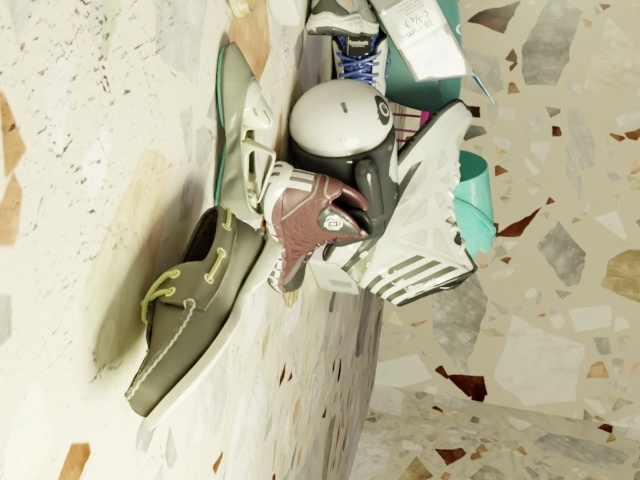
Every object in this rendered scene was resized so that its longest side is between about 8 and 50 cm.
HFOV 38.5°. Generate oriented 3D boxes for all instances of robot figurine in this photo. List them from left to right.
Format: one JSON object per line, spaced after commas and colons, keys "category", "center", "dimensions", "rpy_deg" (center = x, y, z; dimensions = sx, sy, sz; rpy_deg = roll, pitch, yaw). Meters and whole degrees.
{"category": "robot figurine", "center": [0.044, -0.127, 1.492], "dimensions": [0.173, 0.209, 0.278], "rpy_deg": [-45, 140, -38]}

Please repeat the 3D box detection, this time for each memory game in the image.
{"category": "memory game", "center": [-0.042, 0.032, 1.682], "dimensions": [0.186, 0.012, 0.186], "rpy_deg": [8, 90, -81]}

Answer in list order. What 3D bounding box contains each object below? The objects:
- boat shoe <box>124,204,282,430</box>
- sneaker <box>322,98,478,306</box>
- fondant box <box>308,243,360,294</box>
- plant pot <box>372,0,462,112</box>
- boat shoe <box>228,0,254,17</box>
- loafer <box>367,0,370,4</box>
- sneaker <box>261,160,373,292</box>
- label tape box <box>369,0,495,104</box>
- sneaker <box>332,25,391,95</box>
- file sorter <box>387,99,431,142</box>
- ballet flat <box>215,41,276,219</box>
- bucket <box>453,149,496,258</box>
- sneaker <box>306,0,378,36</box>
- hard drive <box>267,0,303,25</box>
{"category": "boat shoe", "center": [-0.127, 0.065, 0.906], "dimensions": [0.109, 0.091, 0.305], "rpy_deg": [-43, -169, 31]}
{"category": "sneaker", "center": [0.222, -0.055, 1.792], "dimensions": [0.447, 0.257, 0.169], "rpy_deg": [-52, -178, -22]}
{"category": "fondant box", "center": [0.059, -0.073, 1.963], "dimensions": [0.238, 0.096, 0.330], "rpy_deg": [70, 29, -73]}
{"category": "plant pot", "center": [0.186, -0.417, 2.000], "dimensions": [0.290, 0.195, 0.290], "rpy_deg": [-1, 90, -70]}
{"category": "boat shoe", "center": [-0.073, -0.323, 1.012], "dimensions": [0.056, 0.048, 0.153], "rpy_deg": [-36, 134, -78]}
{"category": "loafer", "center": [0.109, -0.563, 1.931], "dimensions": [0.148, 0.056, 0.050], "rpy_deg": [87, 21, -53]}
{"category": "sneaker", "center": [0.000, 0.000, 1.423], "dimensions": [0.281, 0.162, 0.106], "rpy_deg": [86, 15, -54]}
{"category": "label tape box", "center": [0.177, -0.391, 1.683], "dimensions": [0.334, 0.105, 0.241], "rpy_deg": [56, 11, -21]}
{"category": "sneaker", "center": [0.068, -0.305, 1.765], "dimensions": [0.182, 0.127, 0.316], "rpy_deg": [67, 26, -67]}
{"category": "file sorter", "center": [0.193, -0.389, 2.232], "dimensions": [0.202, 0.182, 0.291], "rpy_deg": [13, 84, -80]}
{"category": "ballet flat", "center": [-0.084, -0.124, 1.072], "dimensions": [0.072, 0.068, 0.213], "rpy_deg": [-63, 159, -65]}
{"category": "bucket", "center": [0.250, -0.081, 2.032], "dimensions": [0.281, 0.281, 0.183], "rpy_deg": [-65, 153, -62]}
{"category": "sneaker", "center": [0.043, -0.397, 1.545], "dimensions": [0.271, 0.100, 0.108], "rpy_deg": [-48, 140, -75]}
{"category": "hard drive", "center": [-0.028, -0.465, 1.190], "dimensions": [0.203, 0.040, 0.308], "rpy_deg": [64, 35, -75]}
